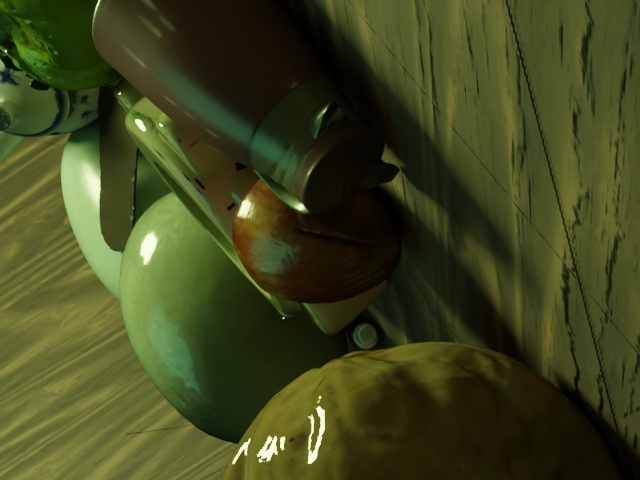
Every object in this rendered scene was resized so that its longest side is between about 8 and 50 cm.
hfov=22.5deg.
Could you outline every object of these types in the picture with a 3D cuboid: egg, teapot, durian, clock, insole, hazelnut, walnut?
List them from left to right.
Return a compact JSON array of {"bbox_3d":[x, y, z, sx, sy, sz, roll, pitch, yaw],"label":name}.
[{"bbox_3d":[-0.397,-0.246,2.202,0.252,0.280,0.424,26,134,-7],"label":"teapot"},{"bbox_3d":[-0.290,-0.290,1.706,0.340,0.255,0.205,103,171,-69],"label":"durian"},{"bbox_3d":[-0.263,-0.147,2.128,0.111,0.007,0.328,16,105,47],"label":"insole"},{"bbox_3d":[-0.234,-0.034,2.277,0.371,0.230,0.230,51,169,26],"label":"egg"},{"bbox_3d":[-0.109,0.098,2.023,0.352,0.258,0.258,54,171,-8],"label":"egg"},{"bbox_3d":[-0.083,-0.054,1.732,0.309,0.114,0.284,52,175,-27],"label":"clock"},{"bbox_3d":[0.000,0.000,1.504,0.150,0.150,0.150,54,170,14],"label":"hazelnut"},{"bbox_3d":[0.096,0.260,1.368,0.381,0.381,0.381,54,170,14],"label":"walnut"}]

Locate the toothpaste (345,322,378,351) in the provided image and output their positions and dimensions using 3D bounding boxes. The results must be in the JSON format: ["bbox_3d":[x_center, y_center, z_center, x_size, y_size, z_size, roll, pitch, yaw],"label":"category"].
[{"bbox_3d":[0.050,0.122,2.003,0.048,0.031,0.190,54,173,3],"label":"toothpaste"}]

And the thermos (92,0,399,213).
[{"bbox_3d":[-0.060,-0.127,1.392,0.265,0.146,0.176,45,158,23],"label":"thermos"}]
